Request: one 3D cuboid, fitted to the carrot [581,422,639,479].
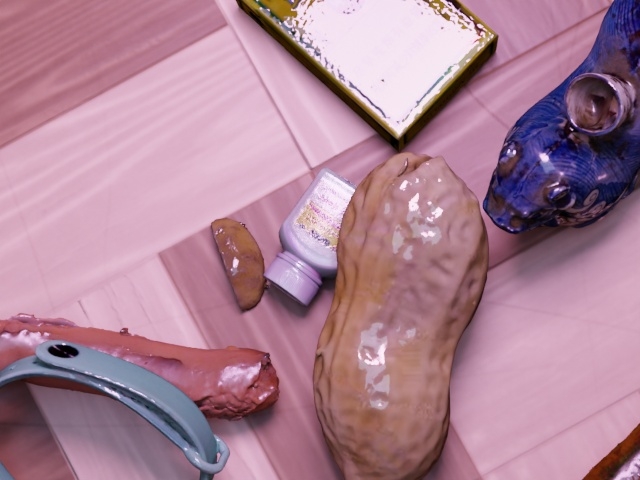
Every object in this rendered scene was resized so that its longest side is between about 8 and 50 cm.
[{"bbox_3d":[0.341,0.151,1.658,0.066,0.066,0.314,42,82,9],"label":"carrot"}]

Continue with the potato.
[{"bbox_3d":[-0.075,0.016,1.713,0.037,0.036,0.093,-20,79,3],"label":"potato"}]

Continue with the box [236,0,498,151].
[{"bbox_3d":[0.042,-0.210,1.731,0.220,0.064,0.141,43,86,10],"label":"box"}]

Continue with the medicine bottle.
[{"bbox_3d":[0.000,0.000,1.702,0.074,0.055,0.118,36,85,5],"label":"medicine bottle"}]

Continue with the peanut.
[{"bbox_3d":[0.072,0.078,1.632,0.149,0.149,0.313,11,91,5],"label":"peanut"}]

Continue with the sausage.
[{"bbox_3d":[-0.186,0.118,1.687,0.304,0.078,0.078,9,81,5],"label":"sausage"}]

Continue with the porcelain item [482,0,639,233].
[{"bbox_3d":[0.257,-0.123,1.612,0.138,0.186,0.288,49,117,13],"label":"porcelain item"}]

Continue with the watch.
[{"bbox_3d":[-0.203,0.196,1.645,0.237,0.068,0.195,13,107,6],"label":"watch"}]
